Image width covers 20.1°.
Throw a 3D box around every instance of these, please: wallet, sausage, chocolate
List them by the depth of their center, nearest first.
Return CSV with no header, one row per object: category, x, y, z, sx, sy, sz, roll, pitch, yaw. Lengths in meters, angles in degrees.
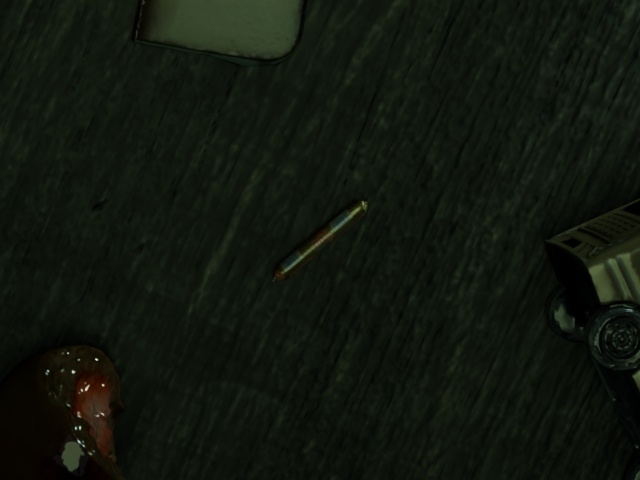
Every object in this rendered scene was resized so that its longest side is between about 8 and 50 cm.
wallet,-0.058,-0.261,1.360,0.137,0.031,0.255,10,102,-7
chocolate,-0.198,0.150,1.385,0.124,0.133,0.127,34,95,-7
sausage,0.000,0.000,1.428,0.100,0.015,0.015,-40,102,4

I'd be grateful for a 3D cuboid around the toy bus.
toy bus,0.295,0.108,1.414,0.157,0.139,0.289,-27,99,-4
